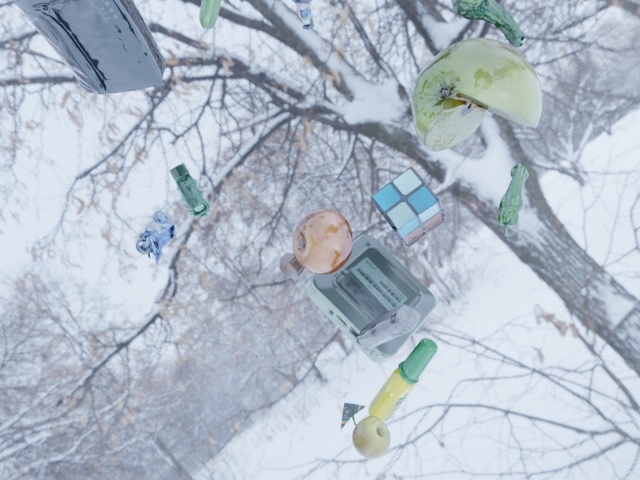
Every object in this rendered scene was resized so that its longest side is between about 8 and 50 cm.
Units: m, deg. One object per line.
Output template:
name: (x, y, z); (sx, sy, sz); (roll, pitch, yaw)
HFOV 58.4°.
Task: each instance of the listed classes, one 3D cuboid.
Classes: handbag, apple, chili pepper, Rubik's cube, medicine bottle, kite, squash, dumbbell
handbag: (-0.548, -0.472, 1.342); (0.274, 0.178, 0.302); (-12, -34, 7)
apple: (0.357, -0.354, 1.358); (0.295, 0.234, 0.257); (-13, -13, 43)
chili pepper: (0.626, -0.140, 1.855); (0.100, 0.074, 0.257); (86, -153, -65)
apple: (0.000, 0.000, 1.699); (0.162, 0.201, 0.201); (6, -38, -40)
apple: (0.108, 0.412, 1.198); (0.084, 0.084, 0.071); (-33, -17, -42)
Rubik's cube: (0.301, -0.110, 1.940); (0.183, 0.167, 0.180); (-39, -28, 7)
medicine bottle: (0.238, 0.405, 1.660); (0.111, 0.076, 0.309); (-26, -31, -60)
kite: (0.102, 0.575, 1.906); (0.122, 0.090, 0.004); (-29, 9, -27)
squash: (-0.389, -0.871, 2.064); (0.077, 0.068, 0.219); (-90, 21, -54)
chili pepper: (0.288, -0.426, 1.034); (0.278, 0.122, 0.065); (-2, -57, -55)
dumbbell: (-0.037, 0.028, 1.886); (0.231, 0.092, 0.082); (-44, 12, -25)

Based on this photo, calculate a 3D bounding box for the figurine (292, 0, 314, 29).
figurine: (-0.061, -0.905, 2.235); (0.087, 0.086, 0.149); (-33, -53, -14)

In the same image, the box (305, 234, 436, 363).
box: (0.180, 0.185, 1.937); (0.373, 0.367, 0.090); (-38, -12, -43)

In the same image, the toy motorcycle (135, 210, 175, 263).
toy motorcycle: (-0.593, -0.017, 2.090); (0.076, 0.114, 0.205); (-35, 28, 43)

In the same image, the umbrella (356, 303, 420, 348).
umbrella: (0.175, 0.246, 1.587); (0.073, 0.067, 0.337); (-43, -2, -28)

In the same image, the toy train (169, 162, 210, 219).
toy train: (-0.400, -0.146, 1.764); (0.071, 0.171, 0.111); (-29, -13, -9)
